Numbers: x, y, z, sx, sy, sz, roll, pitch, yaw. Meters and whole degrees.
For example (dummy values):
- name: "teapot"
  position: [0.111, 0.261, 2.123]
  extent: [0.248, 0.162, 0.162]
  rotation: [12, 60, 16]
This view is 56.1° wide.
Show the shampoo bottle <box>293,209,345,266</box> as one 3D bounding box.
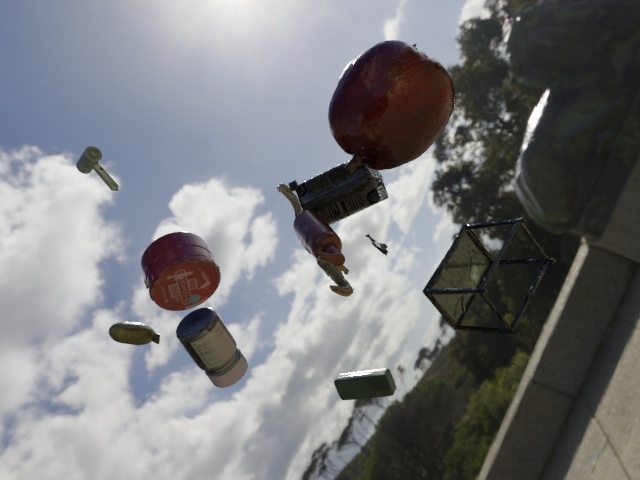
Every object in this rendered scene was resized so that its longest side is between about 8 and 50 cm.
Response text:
- name: "shampoo bottle"
  position: [0.002, 0.000, 1.476]
  extent: [0.244, 0.085, 0.086]
  rotation: [-129, 55, -62]

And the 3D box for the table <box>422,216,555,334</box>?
- name: "table"
  position: [0.582, 0.123, 2.073]
  extent: [0.272, 0.222, 0.335]
  rotation: [-8, 40, 55]

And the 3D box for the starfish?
- name: "starfish"
  position: [-0.028, -0.001, 2.088]
  extent: [0.082, 0.432, 0.324]
  rotation: [-32, 10, 8]

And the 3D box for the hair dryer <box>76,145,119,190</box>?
- name: "hair dryer"
  position: [-0.605, -0.185, 1.650]
  extent: [0.082, 0.137, 0.047]
  rotation: [-34, 10, 44]

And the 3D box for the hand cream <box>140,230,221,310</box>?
- name: "hand cream"
  position: [-0.435, 0.093, 1.867]
  extent: [0.230, 0.149, 0.230]
  rotation: [-18, -40, -16]

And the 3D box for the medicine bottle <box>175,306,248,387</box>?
- name: "medicine bottle"
  position: [-0.386, 0.385, 2.158]
  extent: [0.165, 0.165, 0.273]
  rotation: [-55, -48, -39]

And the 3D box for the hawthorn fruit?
- name: "hawthorn fruit"
  position: [0.144, -0.285, 1.333]
  extent: [0.307, 0.265, 0.265]
  rotation: [-51, -13, 8]

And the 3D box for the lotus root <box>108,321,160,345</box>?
- name: "lotus root"
  position: [-0.657, 0.330, 2.135]
  extent: [0.090, 0.182, 0.077]
  rotation: [7, 85, 65]

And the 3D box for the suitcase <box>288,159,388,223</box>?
- name: "suitcase"
  position: [0.070, -0.147, 1.776]
  extent: [0.152, 0.229, 0.335]
  rotation: [67, -167, 0]

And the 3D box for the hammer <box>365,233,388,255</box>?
- name: "hammer"
  position: [0.240, 0.018, 2.450]
  extent: [0.027, 0.125, 0.297]
  rotation: [-48, 1, 0]

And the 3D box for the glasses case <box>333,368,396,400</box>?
- name: "glasses case"
  position: [0.136, 0.444, 1.852]
  extent: [0.039, 0.184, 0.078]
  rotation: [-46, -62, -58]
